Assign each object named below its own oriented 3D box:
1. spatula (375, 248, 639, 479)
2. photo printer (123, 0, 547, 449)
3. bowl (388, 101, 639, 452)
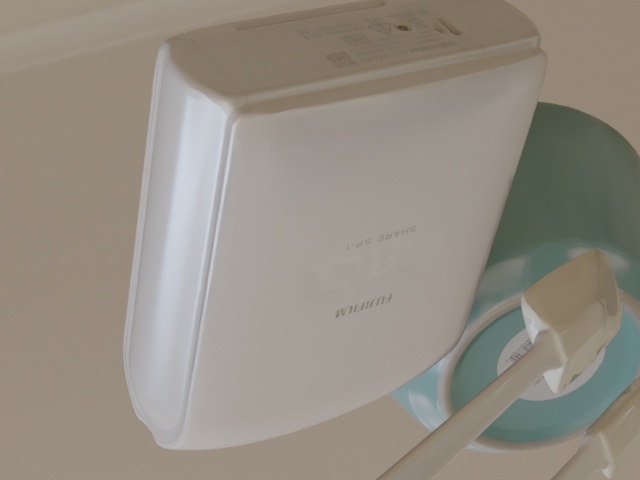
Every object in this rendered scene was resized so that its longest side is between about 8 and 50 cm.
[{"bbox_3d":[0.105,0.118,0.641,0.019,0.168,0.242,-9,-164,44],"label":"spatula"},{"bbox_3d":[0.000,0.000,0.890,0.256,0.307,0.107,-15,-135,-32],"label":"photo printer"},{"bbox_3d":[0.160,0.057,1.133,0.312,0.311,0.163,-15,-141,-2],"label":"bowl"}]
